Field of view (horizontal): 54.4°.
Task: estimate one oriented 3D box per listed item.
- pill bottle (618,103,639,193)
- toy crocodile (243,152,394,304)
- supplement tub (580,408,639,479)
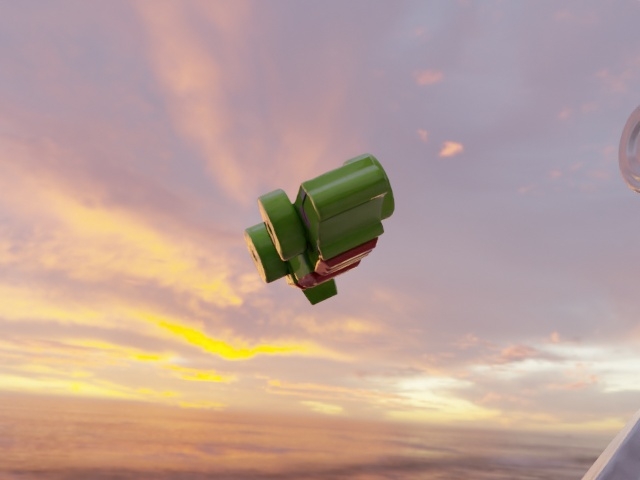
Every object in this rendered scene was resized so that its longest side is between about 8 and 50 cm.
[{"bbox_3d":[0.558,-0.121,0.854,0.245,0.136,0.136,4,-15,-9],"label":"pill bottle"},{"bbox_3d":[0.000,0.000,0.629,0.115,0.105,0.340,-23,-7,-15],"label":"toy crocodile"},{"bbox_3d":[0.284,0.253,0.389,0.272,0.191,0.191,37,1,27],"label":"supplement tub"}]
